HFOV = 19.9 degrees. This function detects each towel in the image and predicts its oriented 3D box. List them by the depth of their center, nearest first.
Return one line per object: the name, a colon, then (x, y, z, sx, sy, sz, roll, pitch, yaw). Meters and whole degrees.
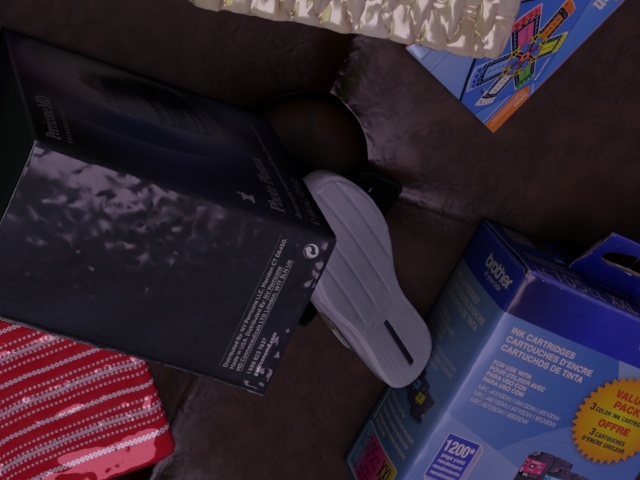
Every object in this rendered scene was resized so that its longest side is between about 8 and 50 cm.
towel: (-0.278, 0.148, 1.906, 0.199, 0.031, 0.274, -20, 119, -7)

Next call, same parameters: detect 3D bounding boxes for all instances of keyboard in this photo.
keyboard: (0.000, 0.000, 1.921, 0.100, 0.038, 0.192, 21, 108, -48)

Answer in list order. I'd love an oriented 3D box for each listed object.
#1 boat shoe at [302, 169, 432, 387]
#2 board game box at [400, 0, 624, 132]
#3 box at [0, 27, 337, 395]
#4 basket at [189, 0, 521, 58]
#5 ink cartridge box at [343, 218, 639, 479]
boat shoe: (0.021, 0.041, 1.867, 0.109, 0.094, 0.302, -47, 136, -22)
board game box: (0.227, -0.256, 1.858, 0.281, 0.027, 0.145, -45, 117, 8)
box: (-0.178, -0.033, 1.694, 0.294, 0.296, 0.182, 17, 110, -23)
basket: (0.024, -0.359, 1.617, 0.328, 0.266, 0.331, 8, 114, -20)
ink cartridge box: (0.240, 0.157, 1.996, 0.270, 0.151, 0.395, 22, 106, -24)
